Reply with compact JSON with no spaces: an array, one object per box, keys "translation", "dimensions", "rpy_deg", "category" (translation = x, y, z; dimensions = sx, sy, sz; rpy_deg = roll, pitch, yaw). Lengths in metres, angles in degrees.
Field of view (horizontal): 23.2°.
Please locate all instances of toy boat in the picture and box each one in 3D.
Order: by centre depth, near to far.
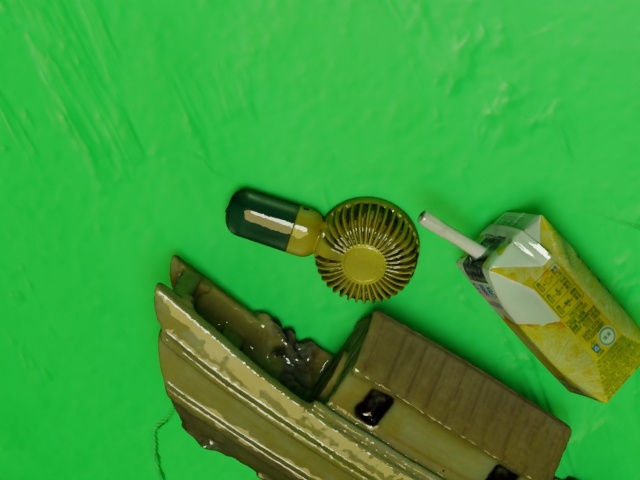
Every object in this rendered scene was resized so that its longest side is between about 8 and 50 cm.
[{"translation":[0.059,0.153,1.228],"dimensions":[0.445,0.136,0.162],"rpy_deg":[30,112,-6],"category":"toy boat"}]

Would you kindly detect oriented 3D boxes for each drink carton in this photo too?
[{"translation":[0.160,0.030,1.178],"dimensions":[0.074,0.084,0.200],"rpy_deg":[-44,106,-9],"category":"drink carton"}]

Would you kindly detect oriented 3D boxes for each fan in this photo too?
[{"translation":[0.000,0.000,1.209],"dimensions":[0.155,0.039,0.082],"rpy_deg":[17,117,0],"category":"fan"}]
